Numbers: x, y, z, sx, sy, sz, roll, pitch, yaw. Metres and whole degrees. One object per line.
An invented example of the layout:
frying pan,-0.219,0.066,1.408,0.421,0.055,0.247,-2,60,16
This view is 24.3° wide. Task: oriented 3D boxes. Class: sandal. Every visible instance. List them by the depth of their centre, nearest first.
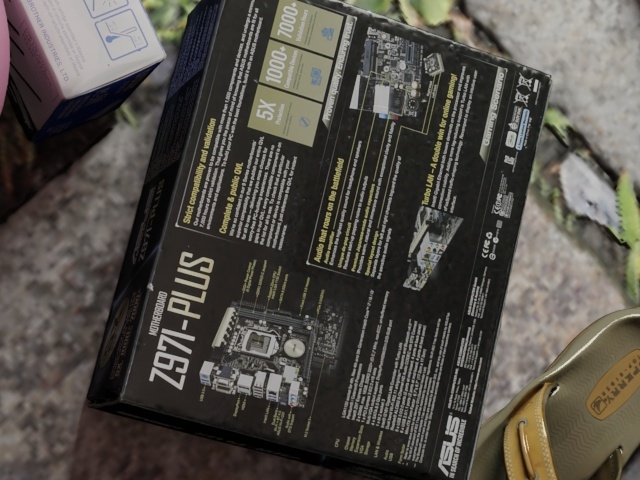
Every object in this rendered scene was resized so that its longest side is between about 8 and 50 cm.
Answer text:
sandal,0.108,0.098,0.657,0.072,0.049,0.180,47,72,-8

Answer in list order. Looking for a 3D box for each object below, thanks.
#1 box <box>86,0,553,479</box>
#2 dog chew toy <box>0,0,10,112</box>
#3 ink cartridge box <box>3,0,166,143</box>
box,0.000,0.000,0.618,0.147,0.077,0.180,16,79,-16
dog chew toy,-0.194,-0.053,0.466,0.206,0.206,0.332,29,93,-13
ink cartridge box,-0.132,-0.147,0.582,0.046,0.097,0.207,-25,92,-19
